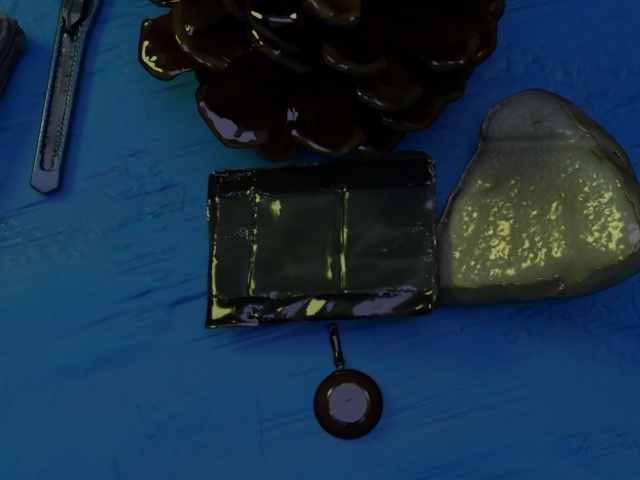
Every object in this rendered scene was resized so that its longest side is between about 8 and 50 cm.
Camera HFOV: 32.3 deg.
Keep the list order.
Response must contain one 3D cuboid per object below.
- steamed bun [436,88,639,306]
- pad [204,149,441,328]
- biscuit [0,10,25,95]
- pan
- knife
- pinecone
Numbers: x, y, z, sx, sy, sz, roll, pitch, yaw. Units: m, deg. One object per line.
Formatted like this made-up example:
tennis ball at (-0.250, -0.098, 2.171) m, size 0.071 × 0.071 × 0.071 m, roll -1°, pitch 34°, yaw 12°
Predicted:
steamed bun at (0.224, -0.037, 1.064) m, size 0.231 × 0.110 × 0.212 m, roll -8°, pitch 66°, yaw 34°
pad at (0.000, 0.000, 1.079) m, size 0.233 × 0.022 × 0.174 m, roll -6°, pitch 69°, yaw 10°
biscuit at (-0.433, -0.050, 1.086) m, size 0.144 × 0.078 × 0.426 m, roll 19°, pitch 79°, yaw 2°
pan at (0.022, 0.136, 1.077) m, size 0.068 × 0.023 × 0.115 m, roll -13°, pitch 79°, yaw -2°
knife at (-0.258, -0.190, 1.144) m, size 0.044 × 0.026 × 0.296 m, roll 9°, pitch 77°, yaw -10°
pinecone at (0.008, -0.263, 0.994) m, size 0.384 × 0.384 × 0.384 m, roll 0°, pitch 78°, yaw 0°
